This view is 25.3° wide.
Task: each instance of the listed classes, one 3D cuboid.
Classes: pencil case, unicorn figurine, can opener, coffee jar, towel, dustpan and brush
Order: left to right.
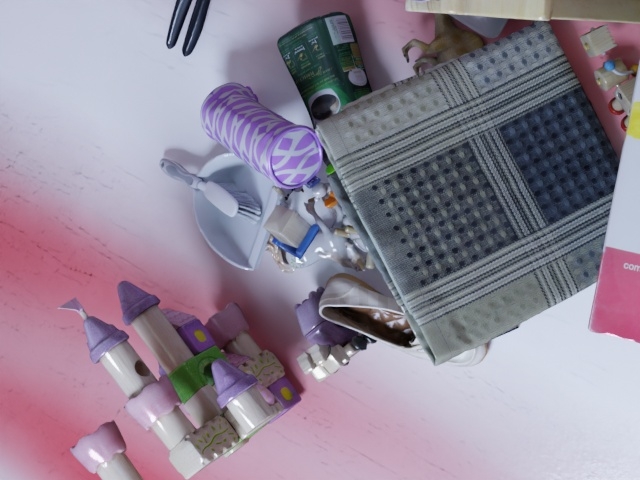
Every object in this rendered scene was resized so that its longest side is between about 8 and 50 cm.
[{"bbox_3d":[-0.164,-0.330,1.883,0.059,0.073,0.186,36,122,12],"label":"can opener"},{"bbox_3d":[-0.142,-0.066,1.900,0.211,0.060,0.147,34,111,47],"label":"dustpan and brush"},{"bbox_3d":[-0.073,-0.136,1.793,0.088,0.086,0.206,-44,40,-9],"label":"pencil case"},{"bbox_3d":[0.000,0.000,1.839,0.162,0.060,0.111,-22,90,45],"label":"unicorn figurine"},{"bbox_3d":[0.021,-0.185,1.783,0.096,0.079,0.184,-23,85,38],"label":"coffee jar"},{"bbox_3d":[0.187,-0.059,1.622,0.324,0.056,0.312,-25,86,-15],"label":"towel"}]

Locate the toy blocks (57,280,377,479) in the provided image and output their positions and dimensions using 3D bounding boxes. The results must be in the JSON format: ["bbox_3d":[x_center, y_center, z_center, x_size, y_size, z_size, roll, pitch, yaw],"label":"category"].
[{"bbox_3d":[-0.160,0.139,1.808,0.309,0.288,0.260,-41,82,30],"label":"toy blocks"}]

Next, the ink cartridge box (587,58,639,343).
[{"bbox_3d":[0.419,-0.093,1.457,0.160,0.279,0.384,14,103,26],"label":"ink cartridge box"}]

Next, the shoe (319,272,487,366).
[{"bbox_3d":[0.100,0.109,1.767,0.219,0.058,0.076,21,120,9],"label":"shoe"}]

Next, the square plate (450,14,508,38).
[{"bbox_3d":[0.137,-0.465,1.662,0.344,0.049,0.347,35,115,21],"label":"square plate"}]

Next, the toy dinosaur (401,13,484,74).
[{"bbox_3d":[0.150,-0.232,1.733,0.093,0.053,0.183,-24,71,12],"label":"toy dinosaur"}]

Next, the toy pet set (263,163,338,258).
[{"bbox_3d":[-0.009,-0.037,1.778,0.122,0.065,0.114,20,74,49],"label":"toy pet set"}]

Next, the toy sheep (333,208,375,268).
[{"bbox_3d":[0.065,-0.030,1.773,0.091,0.091,0.132,5,83,29],"label":"toy sheep"}]

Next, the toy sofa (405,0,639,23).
[{"bbox_3d":[0.252,-0.302,1.476,0.177,0.363,0.150,13,104,39],"label":"toy sofa"}]

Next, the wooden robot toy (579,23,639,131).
[{"bbox_3d":[0.368,-0.174,1.614,0.079,0.076,0.173,-30,80,-7],"label":"wooden robot toy"}]

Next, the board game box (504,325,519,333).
[{"bbox_3d":[0.139,0.014,1.696,0.042,0.165,0.243,-28,82,29],"label":"board game box"}]
